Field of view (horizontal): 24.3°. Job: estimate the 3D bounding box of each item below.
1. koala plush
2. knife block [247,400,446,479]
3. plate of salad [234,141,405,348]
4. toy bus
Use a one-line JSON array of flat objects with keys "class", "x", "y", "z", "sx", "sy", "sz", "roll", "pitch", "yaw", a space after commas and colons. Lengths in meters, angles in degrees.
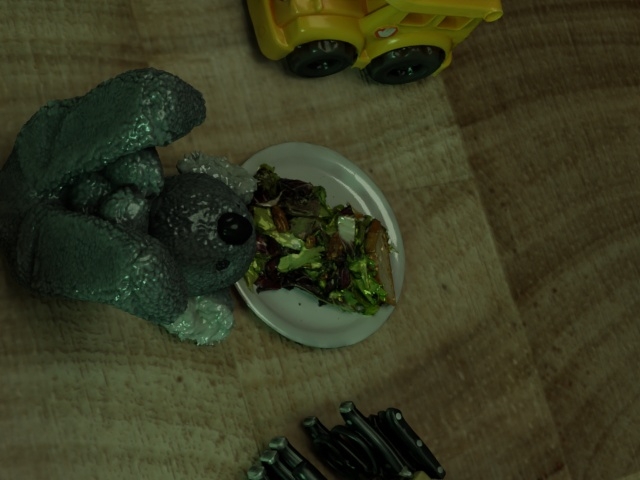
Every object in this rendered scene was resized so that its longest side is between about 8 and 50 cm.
[{"class": "koala plush", "x": -0.137, "y": -0.016, "z": 1.234, "sx": 0.221, "sy": 0.203, "sz": 0.196, "roll": 18, "pitch": 72, "yaw": -50}, {"class": "knife block", "x": 0.061, "y": 0.280, "z": 1.282, "sx": 0.242, "sy": 0.088, "sz": 0.276, "roll": 4, "pitch": 71, "yaw": -30}, {"class": "plate of salad", "x": 0.000, "y": 0.000, "z": 1.368, "sx": 0.199, "sy": 0.048, "sz": 0.200, "roll": 11, "pitch": 68, "yaw": -29}, {"class": "toy bus", "x": 0.067, "y": -0.252, "z": 1.403, "sx": 0.220, "sy": 0.211, "sz": 0.149, "roll": 0, "pitch": 75, "yaw": -31}]
